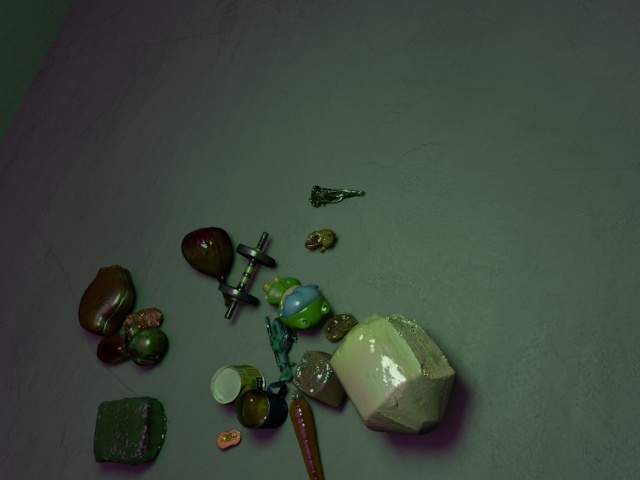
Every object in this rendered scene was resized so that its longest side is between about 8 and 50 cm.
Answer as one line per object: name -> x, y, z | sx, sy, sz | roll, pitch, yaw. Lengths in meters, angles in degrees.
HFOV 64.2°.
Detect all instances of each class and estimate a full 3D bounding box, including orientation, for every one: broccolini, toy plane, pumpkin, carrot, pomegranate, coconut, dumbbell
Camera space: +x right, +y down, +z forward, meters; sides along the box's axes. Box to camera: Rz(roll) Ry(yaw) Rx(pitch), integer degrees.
broccolini -> 0.054, -0.155, 1.775 | 0.201, 0.074, 0.058 | 1, 54, 23
toy plane -> -0.127, 0.341, 1.669 | 0.096, 0.060, 0.235 | -30, 58, 20
pumpkin -> -0.293, 0.641, 1.646 | 0.083, 0.028, 0.050 | -16, 63, 9
carrot -> -0.037, 0.615, 1.522 | 0.069, 0.069, 0.336 | -22, 68, 16
pomegranate -> -0.638, 0.372, 1.832 | 0.169, 0.148, 0.149 | 20, 79, 7
coconut -> 0.207, 0.370, 1.368 | 0.297, 0.297, 0.310 | -41, 59, 5
dumbbell -> -0.254, 0.119, 1.762 | 0.143, 0.143, 0.326 | 18, 79, 29

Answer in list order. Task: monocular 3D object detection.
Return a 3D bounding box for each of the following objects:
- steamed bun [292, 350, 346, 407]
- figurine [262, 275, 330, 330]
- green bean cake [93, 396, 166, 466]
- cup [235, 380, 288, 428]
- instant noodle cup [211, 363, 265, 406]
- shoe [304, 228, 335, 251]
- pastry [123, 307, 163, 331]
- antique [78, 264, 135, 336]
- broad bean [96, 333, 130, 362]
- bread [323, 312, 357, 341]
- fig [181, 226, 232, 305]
steamed bun -> 0.003, 0.415, 1.553 | 0.175, 0.106, 0.145 | 17, 78, 31
figurine -> -0.084, 0.196, 1.662 | 0.162, 0.143, 0.263 | -28, 34, -27
green bean cake -> -0.653, 0.656, 1.751 | 0.227, 0.125, 0.223 | -9, 65, 19
cup -> -0.161, 0.514, 1.570 | 0.150, 0.138, 0.114 | -32, 61, 10
instant noodle cup -> -0.273, 0.467, 1.649 | 0.151, 0.122, 0.152 | -10, 66, 24
shoe -> -0.001, 0.003, 1.737 | 0.108, 0.072, 0.069 | 8, 36, 22
pastry -> -0.663, 0.302, 1.930 | 0.169, 0.063, 0.087 | -13, 75, 14
antique -> -0.818, 0.236, 1.971 | 0.223, 0.129, 0.278 | -15, 56, 23
broad bean -> -0.781, 0.408, 1.926 | 0.165, 0.085, 0.114 | -12, 40, 25
bread -> 0.057, 0.270, 1.613 | 0.110, 0.060, 0.066 | -42, 89, 6
fig -> -0.377, 0.078, 1.860 | 0.190, 0.191, 0.290 | -35, 100, 9
